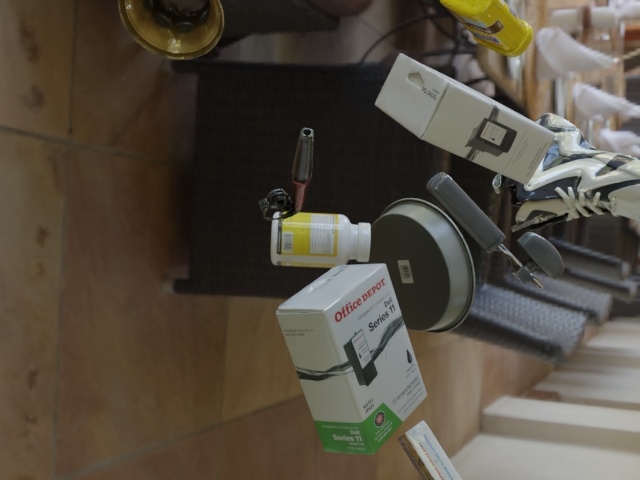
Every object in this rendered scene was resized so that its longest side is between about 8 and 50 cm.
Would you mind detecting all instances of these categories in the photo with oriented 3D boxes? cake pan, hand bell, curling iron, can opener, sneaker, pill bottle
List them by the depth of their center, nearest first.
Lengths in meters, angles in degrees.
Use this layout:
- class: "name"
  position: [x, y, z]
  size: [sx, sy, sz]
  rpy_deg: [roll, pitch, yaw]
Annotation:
- class: "sneaker"
  position: [0.316, -0.046, 1.054]
  size: [0.153, 0.235, 0.094]
  rpy_deg: [-45, 152, -6]
- class: "hand bell"
  position: [-0.163, -0.350, 1.080]
  size: [0.242, 0.126, 0.126]
  rpy_deg: [-82, 159, -45]
- class: "curling iron"
  position: [-0.040, -0.090, 1.251]
  size: [0.274, 0.068, 0.035]
  rpy_deg: [121, -47, -66]
- class: "can opener"
  position: [0.316, -0.026, 1.515]
  size: [0.283, 0.095, 0.076]
  rpy_deg: [46, 7, -5]
- class: "pill bottle"
  position: [0.000, 0.000, 1.602]
  size: [0.103, 0.184, 0.103]
  rpy_deg: [-177, -90, -89]
- class: "cake pan"
  position: [0.192, 0.060, 1.759]
  size: [0.054, 0.293, 0.293]
  rpy_deg: [-18, 111, -37]

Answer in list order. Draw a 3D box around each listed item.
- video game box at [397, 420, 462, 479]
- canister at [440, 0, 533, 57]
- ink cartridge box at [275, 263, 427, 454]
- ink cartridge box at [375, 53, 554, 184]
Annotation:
- class: "video game box"
  position: [0.210, 0.417, 1.509]
  size: [0.187, 0.048, 0.205]
  rpy_deg: [55, -8, 14]
- class: "canister"
  position: [0.315, -0.428, 1.618]
  size: [0.170, 0.126, 0.073]
  rpy_deg: [24, 101, -50]
- class: "ink cartridge box"
  position: [0.045, 0.151, 1.119]
  size: [0.153, 0.087, 0.208]
  rpy_deg: [-35, 111, -46]
- class: "ink cartridge box"
  position: [0.146, -0.125, 0.872]
  size: [0.151, 0.109, 0.063]
  rpy_deg: [18, 108, -31]
